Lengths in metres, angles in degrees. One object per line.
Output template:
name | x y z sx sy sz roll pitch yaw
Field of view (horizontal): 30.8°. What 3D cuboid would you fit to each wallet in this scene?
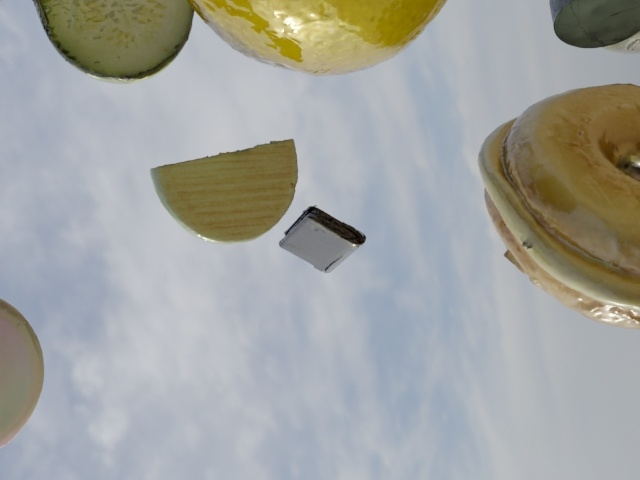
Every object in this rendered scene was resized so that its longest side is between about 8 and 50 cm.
wallet | 0.000 0.000 1.941 0.031 0.110 0.198 -62 7 -20

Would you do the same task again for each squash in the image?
squash | -0.297 -0.353 1.656 0.309 0.233 0.210 -110 19 -59

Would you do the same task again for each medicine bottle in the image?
medicine bottle | -0.538 0.160 1.560 0.219 0.388 0.219 -2 -87 -35

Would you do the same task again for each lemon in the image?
lemon | -0.027 -0.367 1.312 0.364 0.364 0.364 -14 -90 -71

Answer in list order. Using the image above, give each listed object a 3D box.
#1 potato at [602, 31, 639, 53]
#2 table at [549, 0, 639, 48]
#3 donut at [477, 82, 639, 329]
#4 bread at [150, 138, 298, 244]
potato | 0.604 -0.435 2.172 0.178 0.235 0.160 -36 -85 -46
table | 0.377 -0.315 1.558 0.133 0.133 0.043 45 -144 -57
donut | 0.431 -0.052 1.607 0.449 0.449 0.198 -80 0 -51
bread | -0.105 -0.051 1.385 0.193 0.036 0.112 -16 -87 -29
